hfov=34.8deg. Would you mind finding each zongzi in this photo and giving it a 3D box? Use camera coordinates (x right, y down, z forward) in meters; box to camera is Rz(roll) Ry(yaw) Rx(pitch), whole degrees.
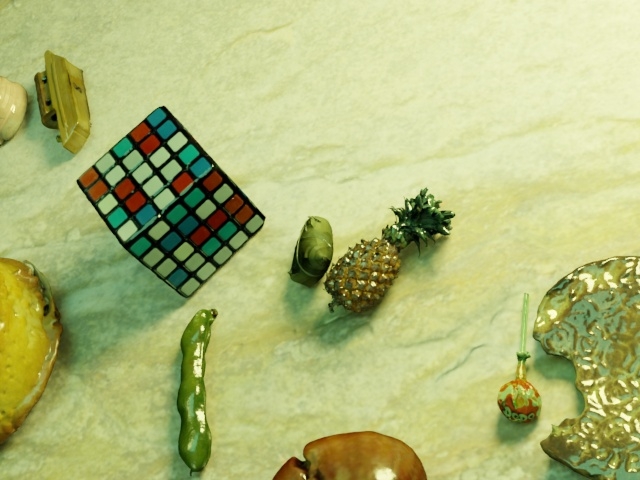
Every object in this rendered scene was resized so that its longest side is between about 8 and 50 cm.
[{"bbox_3d":[0.000,0.000,1.466,0.055,0.119,0.109,18,64,-11],"label":"zongzi"}]

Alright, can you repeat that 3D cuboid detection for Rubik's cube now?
[{"bbox_3d":[-0.226,-0.059,1.559,0.187,0.182,0.184,-44,53,-3],"label":"Rubik's cube"}]

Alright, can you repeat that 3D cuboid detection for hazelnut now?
[{"bbox_3d":[0.028,0.317,1.228,0.212,0.181,0.181,-39,55,2],"label":"hazelnut"}]

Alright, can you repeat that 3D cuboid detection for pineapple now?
[{"bbox_3d":[0.090,0.021,1.420,0.221,0.083,0.103,-44,12,-2],"label":"pineapple"}]

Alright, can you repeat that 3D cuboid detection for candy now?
[{"bbox_3d":[0.259,0.147,1.308,0.055,0.049,0.185,12,59,-2],"label":"candy"}]

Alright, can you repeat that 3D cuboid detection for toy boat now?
[{"bbox_3d":[-0.472,-0.250,1.859,0.088,0.068,0.226,-28,57,15],"label":"toy boat"}]

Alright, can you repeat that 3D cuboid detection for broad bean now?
[{"bbox_3d":[-0.180,0.211,1.471,0.052,0.052,0.256,10,56,-16],"label":"broad bean"}]

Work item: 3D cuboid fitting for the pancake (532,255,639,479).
[{"bbox_3d":[0.372,0.157,1.239,0.286,0.033,0.288,-44,56,-4],"label":"pancake"}]

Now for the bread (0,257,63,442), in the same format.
[{"bbox_3d":[-0.591,0.170,1.596,0.358,0.204,0.337,-27,59,7],"label":"bread"}]

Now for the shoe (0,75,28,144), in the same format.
[{"bbox_3d":[-0.740,-0.259,1.906,0.350,0.198,0.172,-17,56,15],"label":"shoe"}]
